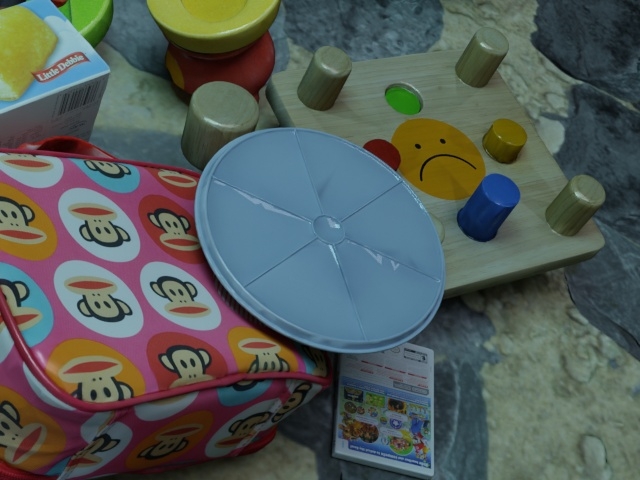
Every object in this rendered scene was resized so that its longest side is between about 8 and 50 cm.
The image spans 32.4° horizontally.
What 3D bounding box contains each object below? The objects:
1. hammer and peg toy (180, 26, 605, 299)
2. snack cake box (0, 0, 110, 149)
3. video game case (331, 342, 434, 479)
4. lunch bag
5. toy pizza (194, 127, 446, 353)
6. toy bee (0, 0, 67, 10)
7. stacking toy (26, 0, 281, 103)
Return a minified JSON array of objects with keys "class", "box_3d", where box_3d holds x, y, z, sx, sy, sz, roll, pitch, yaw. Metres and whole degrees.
[{"class":"hammer and peg toy","box_3d":[0.062,-0.051,0.989,0.361,0.127,0.266,-13,63,-30]},{"class":"snack cake box","box_3d":[-0.295,-0.064,0.806,0.264,0.152,0.089,-31,72,-39]},{"class":"video game case","box_3d":[0.054,0.134,0.920,0.087,0.011,0.122,17,50,-15]},{"class":"lunch bag","box_3d":[-0.147,0.031,0.773,0.293,0.120,0.258,5,47,-51]},{"class":"toy pizza","box_3d":[0.000,0.000,0.819,0.201,0.032,0.201,15,50,-18]},{"class":"toy bee","box_3d":[-0.297,-0.206,0.893,0.162,0.195,0.298,16,32,-30]},{"class":"stacking toy","box_3d":[-0.187,-0.244,1.061,0.279,0.130,0.309,-14,56,-4]}]
